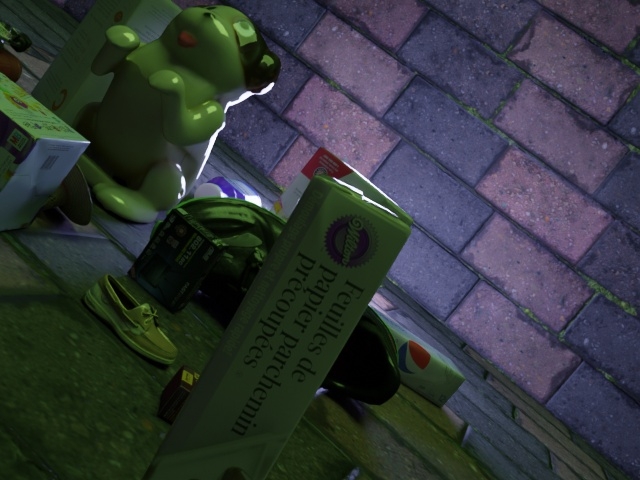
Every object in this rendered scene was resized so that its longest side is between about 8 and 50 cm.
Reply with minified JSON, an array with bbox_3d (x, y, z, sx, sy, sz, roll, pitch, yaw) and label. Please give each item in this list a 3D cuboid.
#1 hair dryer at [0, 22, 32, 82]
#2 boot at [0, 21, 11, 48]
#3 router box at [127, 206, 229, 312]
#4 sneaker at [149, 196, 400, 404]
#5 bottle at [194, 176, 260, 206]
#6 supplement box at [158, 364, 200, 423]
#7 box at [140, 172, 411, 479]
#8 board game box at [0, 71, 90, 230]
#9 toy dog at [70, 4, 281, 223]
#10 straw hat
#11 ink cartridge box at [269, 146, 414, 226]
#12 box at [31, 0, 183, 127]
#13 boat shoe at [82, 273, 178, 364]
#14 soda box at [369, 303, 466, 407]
[{"bbox_3d":[-0.665,-0.364,1.338,0.224,0.080,0.293,26,22,-27],"label":"hair dryer"},{"bbox_3d":[-0.740,-0.445,1.494,0.161,0.083,0.246,33,14,-30],"label":"boot"},{"bbox_3d":[-0.203,0.028,1.027,0.092,0.122,0.038,38,12,8],"label":"router box"},{"bbox_3d":[-0.046,0.095,1.143,0.483,0.185,0.202,35,4,-16],"label":"sneaker"},{"bbox_3d":[-0.234,-0.103,1.786,0.118,0.092,0.283,40,8,8],"label":"bottle"},{"bbox_3d":[-0.126,0.180,0.773,0.083,0.043,0.055,35,9,-15],"label":"supplement box"},{"bbox_3d":[-0.054,0.114,0.434,0.063,0.324,0.067,30,8,-1],"label":"box"},{"bbox_3d":[-0.448,-0.148,0.855,0.275,0.142,0.144,39,8,1],"label":"board game box"},{"bbox_3d":[-0.258,-0.251,1.355,0.284,0.408,0.395,43,9,28],"label":"toy dog"},{"bbox_3d":[-0.384,-0.075,1.004,0.061,0.144,0.144,-29,59,-38],"label":"straw hat"},{"bbox_3d":[0.000,0.000,1.449,0.226,0.306,0.131,45,10,38],"label":"ink cartridge box"},{"bbox_3d":[-0.422,-0.367,1.513,0.168,0.345,0.215,32,10,-42],"label":"box"},{"bbox_3d":[-0.219,0.093,0.853,0.135,0.045,0.050,38,8,3],"label":"boat shoe"},{"bbox_3d":[0.183,0.254,1.609,0.286,0.091,0.098,35,8,-19],"label":"soda box"}]
